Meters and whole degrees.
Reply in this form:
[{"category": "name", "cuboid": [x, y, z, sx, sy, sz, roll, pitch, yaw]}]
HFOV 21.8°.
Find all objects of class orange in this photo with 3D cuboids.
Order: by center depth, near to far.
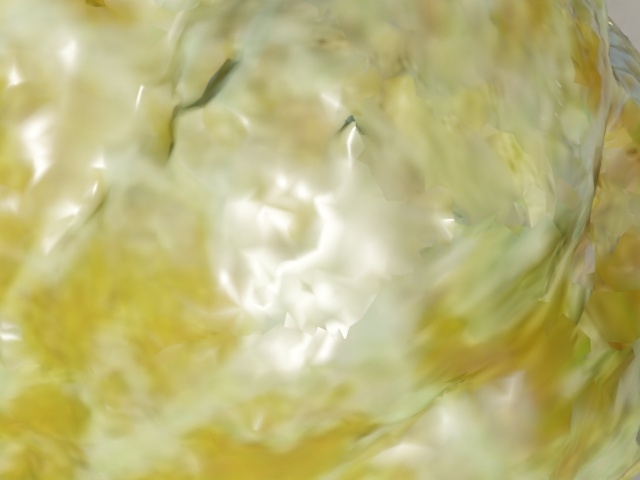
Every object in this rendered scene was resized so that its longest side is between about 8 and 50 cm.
[{"category": "orange", "cuboid": [0.000, 0.000, 0.544, 0.271, 0.210, 0.368, -52, 131, -16]}]
